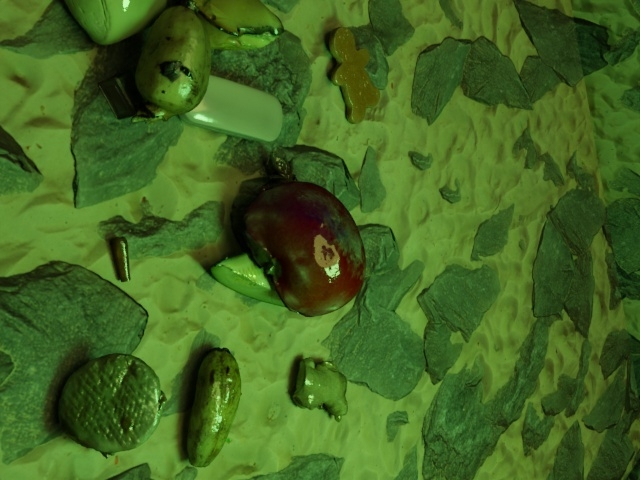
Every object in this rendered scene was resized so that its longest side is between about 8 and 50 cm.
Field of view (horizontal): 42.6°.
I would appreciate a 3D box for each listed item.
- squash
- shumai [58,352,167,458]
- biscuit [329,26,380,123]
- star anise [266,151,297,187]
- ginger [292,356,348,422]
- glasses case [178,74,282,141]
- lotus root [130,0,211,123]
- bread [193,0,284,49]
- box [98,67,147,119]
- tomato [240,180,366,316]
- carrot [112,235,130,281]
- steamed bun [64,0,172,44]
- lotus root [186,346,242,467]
[{"bbox_3d":[-0.150,0.109,1.865,0.252,0.093,0.169,-17,89,-49],"label":"squash"},{"bbox_3d":[-0.394,0.320,1.584,0.201,0.120,0.201,1,77,-5],"label":"shumai"},{"bbox_3d":[0.079,-0.443,2.164,0.165,0.036,0.250,-49,127,-37],"label":"biscuit"},{"bbox_3d":[-0.097,-0.160,1.951,0.124,0.056,0.129,-56,143,-35],"label":"star anise"},{"bbox_3d":[0.014,0.371,2.064,0.213,0.074,0.137,30,77,-39],"label":"ginger"},{"bbox_3d":[-0.199,-0.294,1.828,0.297,0.075,0.113,9,84,-47],"label":"glasses case"},{"bbox_3d":[-0.282,-0.340,1.595,0.140,0.154,0.256,14,97,-15],"label":"lotus root"},{"bbox_3d":[-0.232,-0.484,1.733,0.204,0.162,0.262,-7,53,-46],"label":"bread"},{"bbox_3d":[-0.388,-0.294,1.637,0.063,0.060,0.084,-52,125,-44],"label":"box"},{"bbox_3d":[0.001,-0.005,1.869,0.290,0.176,0.335,-40,104,-49],"label":"tomato"},{"bbox_3d":[-0.397,0.036,1.643,0.032,0.032,0.093,-21,110,-46],"label":"carrot"},{"bbox_3d":[-0.391,-0.513,1.559,0.200,0.155,0.250,-37,115,-42],"label":"steamed bun"},{"bbox_3d":[-0.228,0.362,1.784,0.110,0.097,0.258,17,81,-49],"label":"lotus root"}]
